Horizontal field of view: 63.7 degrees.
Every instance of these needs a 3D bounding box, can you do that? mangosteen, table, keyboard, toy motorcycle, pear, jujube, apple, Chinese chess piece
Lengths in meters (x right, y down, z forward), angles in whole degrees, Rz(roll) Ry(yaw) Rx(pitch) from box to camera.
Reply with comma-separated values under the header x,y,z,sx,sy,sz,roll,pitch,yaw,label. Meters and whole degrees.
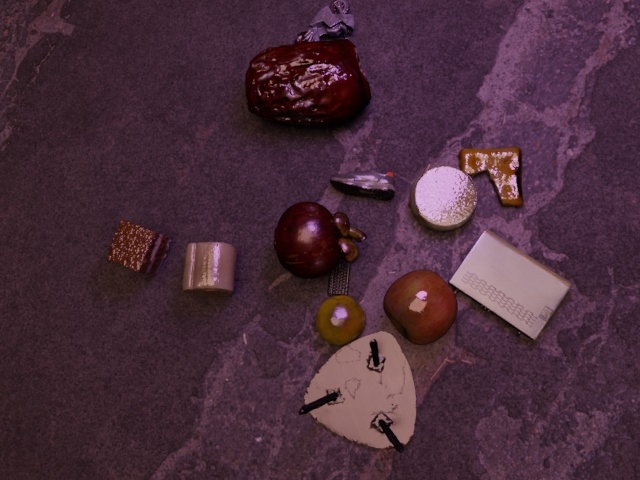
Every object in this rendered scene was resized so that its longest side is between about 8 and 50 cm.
x,y,z,sx,sy,sz,roll,pitch,yaw,label
0.000,0.000,1.425,0.257,0.215,0.215,1,79,3,mangosteen
0.088,0.401,1.307,0.317,0.249,0.317,-2,78,9,table
0.059,0.058,1.503,0.061,0.013,0.204,4,79,9,keyboard
0.023,-0.660,1.624,0.215,0.080,0.122,-43,73,4,toy motorcycle
0.055,0.221,1.427,0.141,0.104,0.141,-1,83,9,pear
-0.037,-0.465,1.517,0.376,0.258,0.258,1,79,2,jujube
0.266,0.172,1.357,0.174,0.188,0.188,-40,75,-7,apple
0.347,-0.118,1.460,0.188,0.083,0.188,-1,79,6,Chinese chess piece

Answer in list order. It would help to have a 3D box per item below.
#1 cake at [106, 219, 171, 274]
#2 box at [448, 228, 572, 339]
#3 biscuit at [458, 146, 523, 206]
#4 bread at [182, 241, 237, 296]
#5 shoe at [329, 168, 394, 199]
x,y,z,sx,sy,sz,roll,pitch,yaw,label
-0.535,0.025,1.537,0.134,0.147,0.135,21,83,14,cake
0.509,0.121,1.402,0.270,0.045,0.211,34,86,14,box
0.487,-0.186,1.472,0.183,0.039,0.174,4,81,10,biscuit
-0.321,0.085,1.498,0.148,0.134,0.141,2,75,-2,bread
0.127,-0.175,1.515,0.194,0.074,0.077,11,69,9,shoe
